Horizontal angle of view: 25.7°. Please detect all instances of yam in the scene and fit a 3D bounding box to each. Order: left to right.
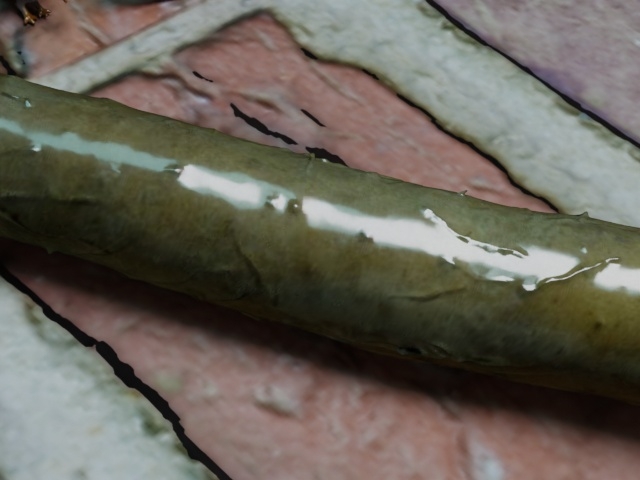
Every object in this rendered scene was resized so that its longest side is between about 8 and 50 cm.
[{"bbox_3d":[0.000,0.000,0.569,0.371,0.083,0.083,14,47,4],"label":"yam"}]

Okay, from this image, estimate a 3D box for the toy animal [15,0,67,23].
[{"bbox_3d":[-0.142,-0.121,0.683,0.050,0.028,0.084,29,46,16],"label":"toy animal"}]
